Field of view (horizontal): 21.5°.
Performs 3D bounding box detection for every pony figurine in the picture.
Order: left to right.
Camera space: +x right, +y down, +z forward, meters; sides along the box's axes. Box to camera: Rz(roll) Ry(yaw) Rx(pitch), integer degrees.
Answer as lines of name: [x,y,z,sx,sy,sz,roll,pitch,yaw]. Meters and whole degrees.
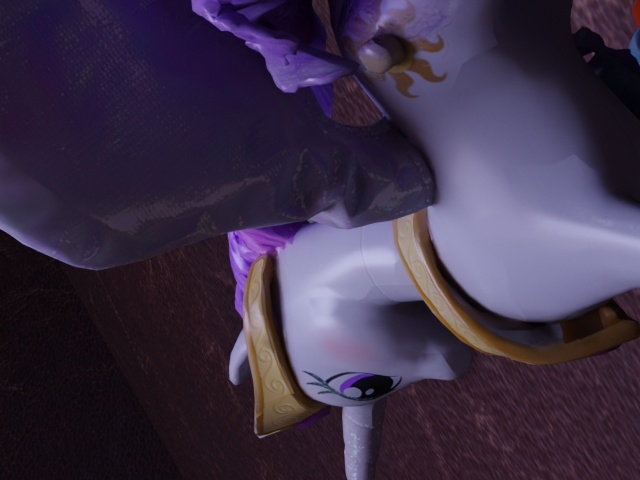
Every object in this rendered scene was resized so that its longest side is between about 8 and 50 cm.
pony figurine: [0.038,-0.065,0.557,0.363,0.303,0.351,-14,113,43]

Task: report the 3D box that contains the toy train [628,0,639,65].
toy train: [0.157,-0.040,0.694,0.125,0.046,0.166,60,162,26]

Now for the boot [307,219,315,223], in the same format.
boot: [0.000,0.000,1.228,0.262,0.095,0.203,-167,56,-78]
